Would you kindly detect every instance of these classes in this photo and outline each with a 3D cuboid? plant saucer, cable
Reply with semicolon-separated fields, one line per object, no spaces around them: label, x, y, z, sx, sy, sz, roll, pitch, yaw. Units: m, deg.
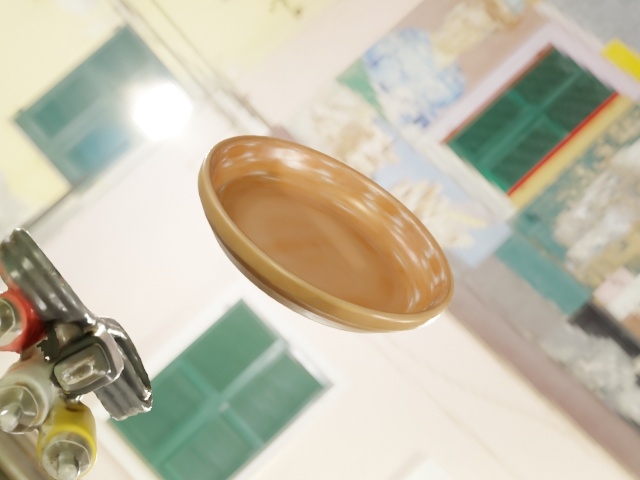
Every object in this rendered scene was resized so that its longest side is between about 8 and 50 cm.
plant saucer;0.000;0.000;1.108;0.200;0.037;0.200;24;28;-14
cable;-0.161;0.067;0.958;0.139;0.072;0.287;63;-4;0
